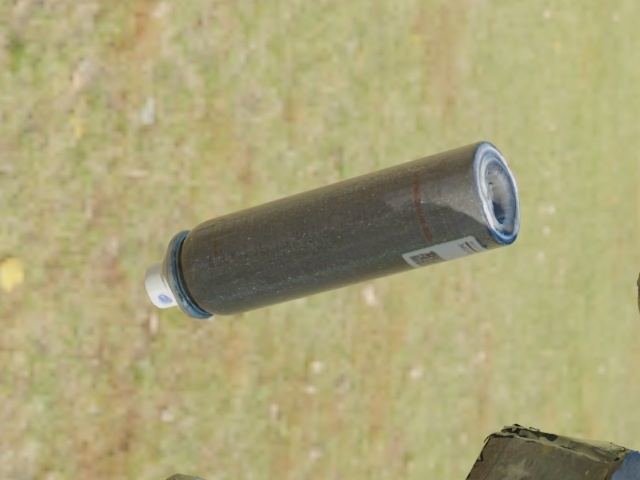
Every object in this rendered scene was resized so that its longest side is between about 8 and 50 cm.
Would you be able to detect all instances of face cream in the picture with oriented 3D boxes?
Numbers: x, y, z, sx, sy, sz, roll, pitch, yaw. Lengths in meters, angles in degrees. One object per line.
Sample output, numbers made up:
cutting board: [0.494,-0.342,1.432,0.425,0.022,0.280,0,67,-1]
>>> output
face cream: [0.000,0.000,1.165,0.073,0.283,0.073,36,46,-50]

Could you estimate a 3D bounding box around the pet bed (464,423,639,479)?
pet bed: [0.155,0.233,0.983,0.211,0.159,0.183,-58,136,-20]

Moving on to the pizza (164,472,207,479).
pizza: [-0.021,0.265,0.843,0.258,0.087,0.268,100,-32,-69]

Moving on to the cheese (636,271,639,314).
cheese: [0.438,0.057,1.726,0.064,0.227,0.137,21,79,-46]
